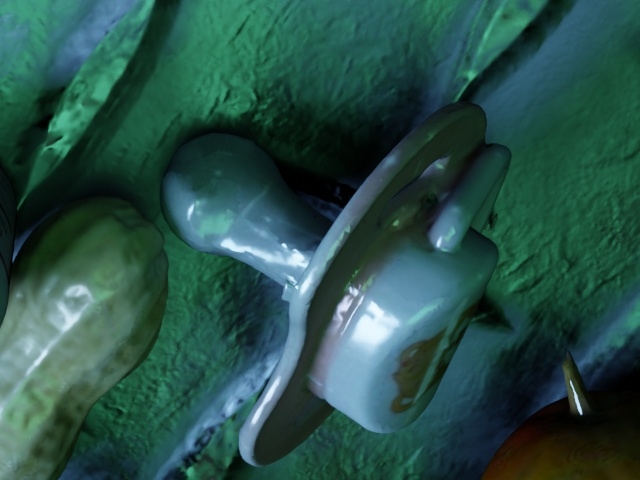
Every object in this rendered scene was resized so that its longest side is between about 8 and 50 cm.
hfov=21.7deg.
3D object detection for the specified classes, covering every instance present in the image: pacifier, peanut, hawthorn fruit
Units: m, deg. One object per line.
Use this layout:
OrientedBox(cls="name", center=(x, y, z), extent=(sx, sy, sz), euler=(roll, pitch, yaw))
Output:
OrientedBox(cls="pacifier", center=(0.014, 0.024, 1.223), extent=(0.273, 0.220, 0.332), euler=(10, 133, -11))
OrientedBox(cls="peanut", center=(-0.211, 0.092, 1.273), extent=(0.130, 0.130, 0.290), euler=(32, 107, -18))
OrientedBox(cls="hawthorn fruit", center=(0.238, 0.231, 1.320), extent=(0.277, 0.277, 0.298), euler=(-13, 93, -3))

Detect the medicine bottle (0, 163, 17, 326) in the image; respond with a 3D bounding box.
OrientedBox(cls="medicine bottle", center=(-0.280, 0.014, 1.160), extent=(0.131, 0.250, 0.131), euler=(-3, 111, -7))
